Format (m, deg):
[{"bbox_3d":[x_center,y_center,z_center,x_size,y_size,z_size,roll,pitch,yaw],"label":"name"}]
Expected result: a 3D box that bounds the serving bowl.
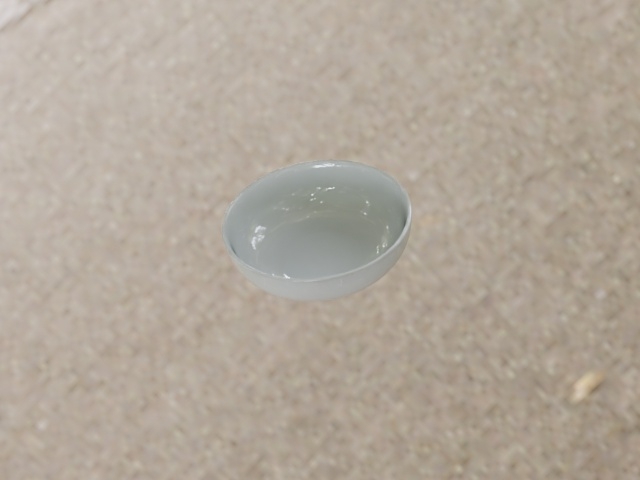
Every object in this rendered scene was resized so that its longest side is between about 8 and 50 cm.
[{"bbox_3d":[0.000,0.000,0.861,0.083,0.027,0.083,-6,39,5],"label":"serving bowl"}]
